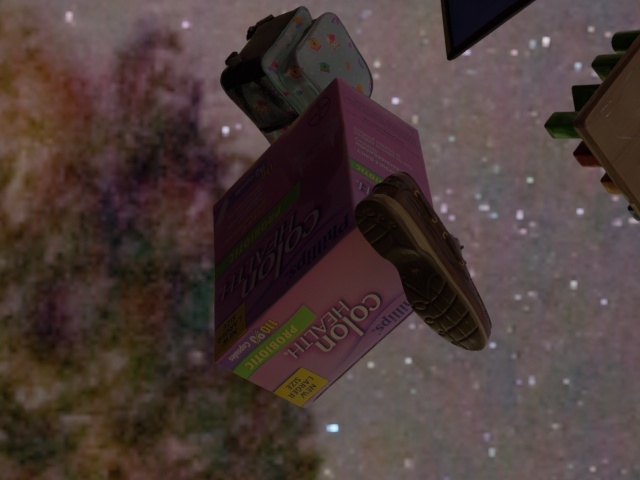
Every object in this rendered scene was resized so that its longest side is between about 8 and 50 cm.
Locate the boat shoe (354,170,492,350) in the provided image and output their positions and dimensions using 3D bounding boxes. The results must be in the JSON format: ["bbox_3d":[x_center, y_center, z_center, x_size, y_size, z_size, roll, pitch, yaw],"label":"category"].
[{"bbox_3d":[0.100,0.018,1.158,0.064,0.060,0.178,-7,-55,50],"label":"boat shoe"}]

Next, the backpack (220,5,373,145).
[{"bbox_3d":[-0.015,-0.192,1.764,0.144,0.188,0.166,-11,-146,32],"label":"backpack"}]

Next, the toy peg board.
[{"bbox_3d":[0.287,-0.102,1.184,0.161,0.160,0.079,-50,-153,-18],"label":"toy peg board"}]

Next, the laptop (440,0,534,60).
[{"bbox_3d":[0.066,-0.263,0.825,0.136,0.264,0.234,-12,-103,31],"label":"laptop"}]

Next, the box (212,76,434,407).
[{"bbox_3d":[0.000,0.000,1.353,0.213,0.117,0.243,-44,-149,28],"label":"box"}]
